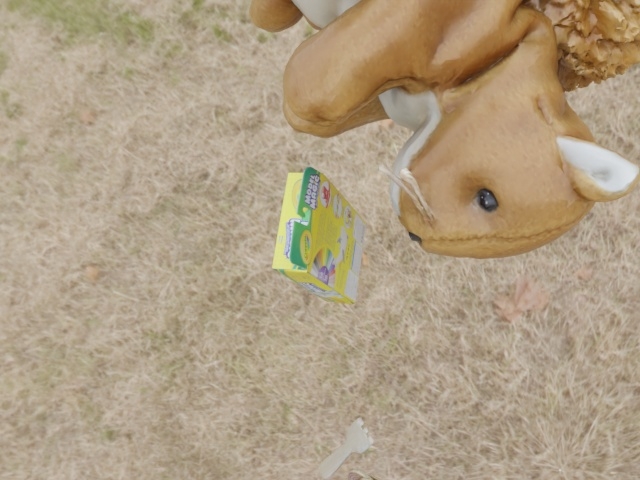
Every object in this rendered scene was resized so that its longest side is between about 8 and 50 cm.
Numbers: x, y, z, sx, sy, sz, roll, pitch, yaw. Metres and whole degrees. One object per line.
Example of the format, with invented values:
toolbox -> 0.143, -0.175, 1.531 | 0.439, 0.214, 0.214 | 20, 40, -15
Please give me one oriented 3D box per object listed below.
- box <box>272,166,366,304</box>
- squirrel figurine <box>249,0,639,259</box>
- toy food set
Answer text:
box -> 0.000, 0.000, 0.633 | 0.043, 0.179, 0.105 | 3, 73, 20
squirrel figurine -> 0.150, -0.190, 0.510 | 0.397, 0.281, 0.370 | -31, 83, -7
toy food set -> 0.054, 0.280, 0.555 | 0.192, 0.038, 0.132 | 54, 137, 25
